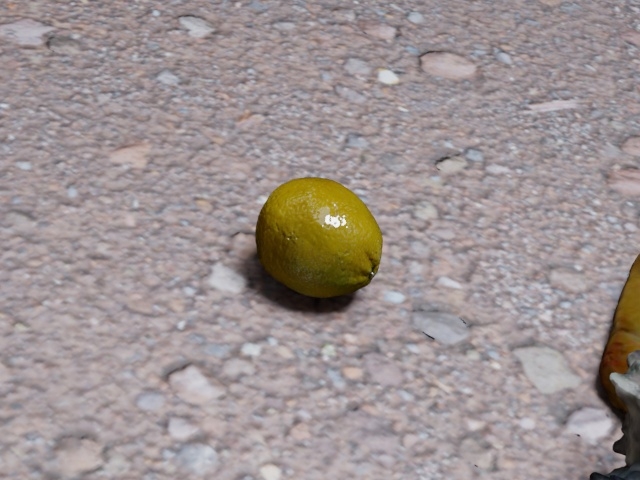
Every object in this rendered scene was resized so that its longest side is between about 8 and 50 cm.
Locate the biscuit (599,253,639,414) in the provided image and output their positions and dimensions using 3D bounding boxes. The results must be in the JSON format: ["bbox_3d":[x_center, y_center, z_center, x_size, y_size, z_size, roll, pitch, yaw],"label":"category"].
[{"bbox_3d":[0.367,0.104,0.942,0.359,0.046,0.359,6,38,-5],"label":"biscuit"}]

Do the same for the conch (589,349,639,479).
[{"bbox_3d":[0.229,0.139,0.730,0.313,0.186,0.241,-31,42,-15],"label":"conch"}]

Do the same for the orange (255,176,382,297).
[{"bbox_3d":[0.000,0.000,0.951,0.095,0.085,0.085,38,45,24],"label":"orange"}]
